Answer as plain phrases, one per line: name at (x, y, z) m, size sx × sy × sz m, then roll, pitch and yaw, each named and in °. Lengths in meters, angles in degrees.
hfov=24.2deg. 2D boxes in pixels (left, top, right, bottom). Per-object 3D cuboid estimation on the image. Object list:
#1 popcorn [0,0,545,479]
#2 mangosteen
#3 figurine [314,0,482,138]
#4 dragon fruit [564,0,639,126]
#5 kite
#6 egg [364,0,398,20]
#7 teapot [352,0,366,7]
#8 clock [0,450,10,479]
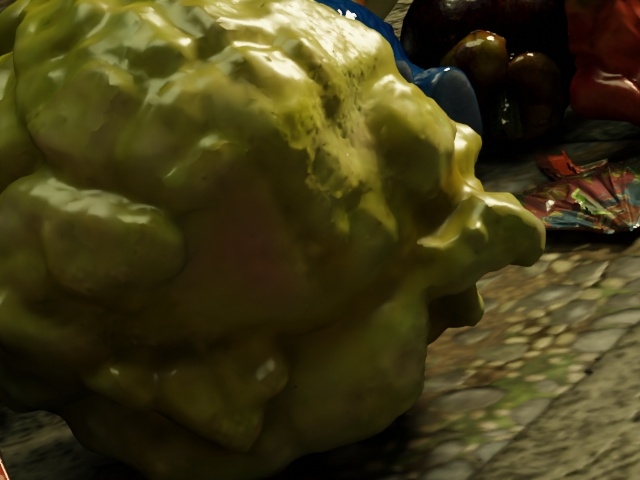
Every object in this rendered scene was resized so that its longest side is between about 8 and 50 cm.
popcorn at (-0.050, -0.002, 0.641) m, size 0.212 × 0.259 × 0.259 m, roll -51°, pitch 31°, yaw -19°
mangosteen at (0.117, -0.117, 0.986) m, size 0.140 × 0.140 × 0.140 m, roll -15°, pitch 17°, yaw 5°
figurine at (-0.024, -0.099, 0.976) m, size 0.262 × 0.120 × 0.164 m, roll 9°, pitch -10°, yaw 32°
dragon fruit at (0.290, -0.214, 0.923) m, size 0.286 × 0.228 × 0.329 m, roll 2°, pitch 21°, yaw 40°
kite at (0.156, -0.030, 0.852) m, size 0.232 × 0.009 × 0.189 m, roll -16°, pitch 16°, yaw -3°
egg at (-0.031, -0.279, 1.434) m, size 0.269 × 0.219 × 0.219 m, roll -21°, pitch 10°, yaw 42°
teapot at (-0.047, -0.169, 1.118) m, size 0.178 × 0.252 × 0.135 m, roll 24°, pitch -1°, yaw 33°
clock at (-0.191, 0.126, 0.424) m, size 0.235 × 0.166 × 0.309 m, roll -22°, pitch 20°, yaw -16°
